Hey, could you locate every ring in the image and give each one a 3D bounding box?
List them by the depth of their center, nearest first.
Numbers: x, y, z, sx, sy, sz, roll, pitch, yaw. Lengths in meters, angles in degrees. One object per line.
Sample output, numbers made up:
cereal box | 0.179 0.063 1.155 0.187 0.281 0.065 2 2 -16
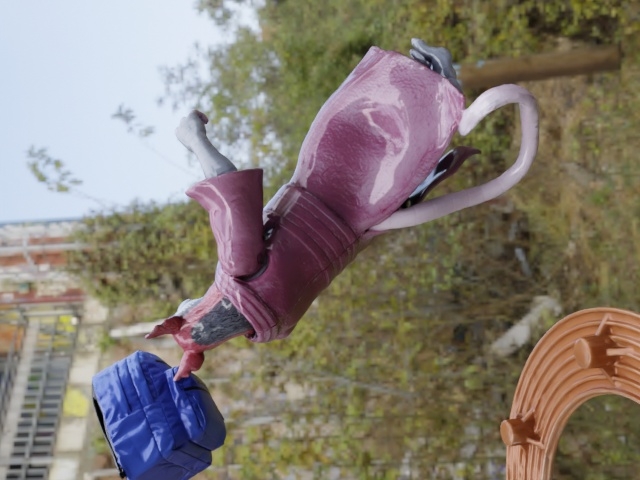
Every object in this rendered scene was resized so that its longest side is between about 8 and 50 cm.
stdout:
ring | 0.200 0.212 0.605 0.336 0.032 0.336 175 90 -74

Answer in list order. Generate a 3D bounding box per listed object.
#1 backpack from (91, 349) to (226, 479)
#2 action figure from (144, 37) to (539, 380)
backpack | -0.153 0.163 0.870 0.120 0.101 0.098 56 174 28
action figure | 0.000 0.000 0.858 0.370 0.276 0.248 -49 -36 -18
